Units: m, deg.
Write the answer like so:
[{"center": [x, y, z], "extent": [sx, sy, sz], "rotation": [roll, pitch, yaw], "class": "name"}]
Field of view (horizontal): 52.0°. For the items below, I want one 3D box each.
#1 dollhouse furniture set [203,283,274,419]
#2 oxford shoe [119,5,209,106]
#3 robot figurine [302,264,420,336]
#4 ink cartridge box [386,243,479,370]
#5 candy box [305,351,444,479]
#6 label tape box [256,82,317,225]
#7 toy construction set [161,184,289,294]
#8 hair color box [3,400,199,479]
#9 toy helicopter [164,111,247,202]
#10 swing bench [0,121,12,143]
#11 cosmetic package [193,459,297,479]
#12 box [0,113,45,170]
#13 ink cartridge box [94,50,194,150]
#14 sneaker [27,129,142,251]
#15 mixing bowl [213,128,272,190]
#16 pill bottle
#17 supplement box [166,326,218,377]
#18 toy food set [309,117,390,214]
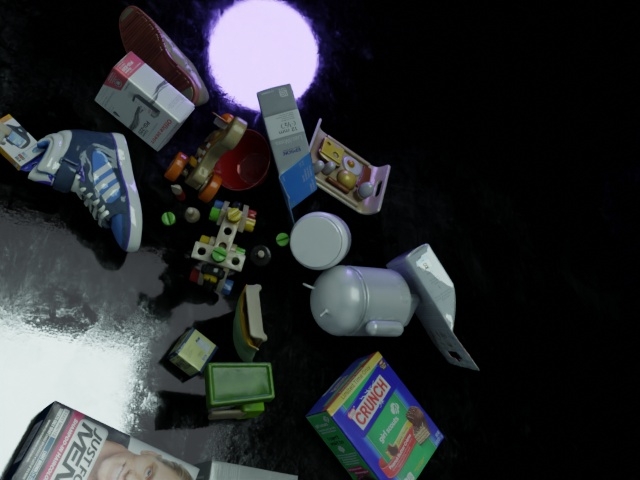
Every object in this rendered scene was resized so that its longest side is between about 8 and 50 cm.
[{"center": [-0.223, 0.271, 1.606], "extent": [0.152, 0.197, 0.301], "rotation": [1, 63, -20], "class": "dollhouse furniture set"}, {"center": [-0.455, -0.524, 1.909], "extent": [0.348, 0.123, 0.130], "rotation": [56, 21, 2], "class": "oxford shoe"}, {"center": [0.117, 0.175, 1.894], "extent": [0.354, 0.199, 0.300], "rotation": [5, 25, -36], "class": "robot figurine"}, {"center": [0.359, 0.202, 1.998], "extent": [0.091, 0.308, 0.384], "rotation": [-33, 87, -8], "class": "ink cartridge box"}, {"center": [0.153, 0.510, 1.798], "extent": [0.317, 0.122, 0.268], "rotation": [52, 48, -2], "class": "candy box"}, {"center": [-0.081, -0.239, 1.912], "extent": [0.115, 0.249, 0.347], "rotation": [-17, 70, -2], "class": "label tape box"}, {"center": [-0.269, -0.023, 1.640], "extent": [0.309, 0.237, 0.257], "rotation": [43, 81, 1], "class": "toy construction set"}, {"center": [-0.446, 0.490, 1.363], "extent": [0.347, 0.105, 0.173], "rotation": [33, 51, -20], "class": "hair color box"}, {"center": [-0.264, -0.254, 1.723], "extent": [0.140, 0.355, 0.234], "rotation": [33, 68, -19], "class": "toy helicopter"}, {"center": [-0.779, -0.116, 1.325], "extent": [0.165, 0.255, 0.253], "rotation": [29, 52, -22], "class": "swing bench"}, {"center": [-0.177, 0.593, 1.518], "extent": [0.238, 0.107, 0.127], "rotation": [25, 55, -29], "class": "cosmetic package"}, {"center": [-0.731, -0.231, 1.577], "extent": [0.136, 0.028, 0.081], "rotation": [44, 48, -8], "class": "box"}, {"center": [-0.470, -0.367, 1.758], "extent": [0.218, 0.159, 0.092], "rotation": [39, 48, -15], "class": "ink cartridge box"}, {"center": [-0.574, -0.115, 1.584], "extent": [0.236, 0.130, 0.322], "rotation": [-6, 76, -29], "class": "sneaker"}, {"center": [-0.211, -0.220, 1.895], "extent": [0.098, 0.182, 0.181], "rotation": [32, 40, -69], "class": "mixing bowl"}, {"center": [0.000, 0.000, 1.830], "extent": [0.160, 0.160, 0.283], "rotation": [58, 5, 2], "class": "pill bottle"}, {"center": [-0.314, 0.275, 1.609], "extent": [0.083, 0.056, 0.083], "rotation": [42, 49, -12], "class": "supplement box"}, {"center": [0.088, -0.246, 2.166], "extent": [0.306, 0.092, 0.219], "rotation": [32, 51, -20], "class": "toy food set"}]
